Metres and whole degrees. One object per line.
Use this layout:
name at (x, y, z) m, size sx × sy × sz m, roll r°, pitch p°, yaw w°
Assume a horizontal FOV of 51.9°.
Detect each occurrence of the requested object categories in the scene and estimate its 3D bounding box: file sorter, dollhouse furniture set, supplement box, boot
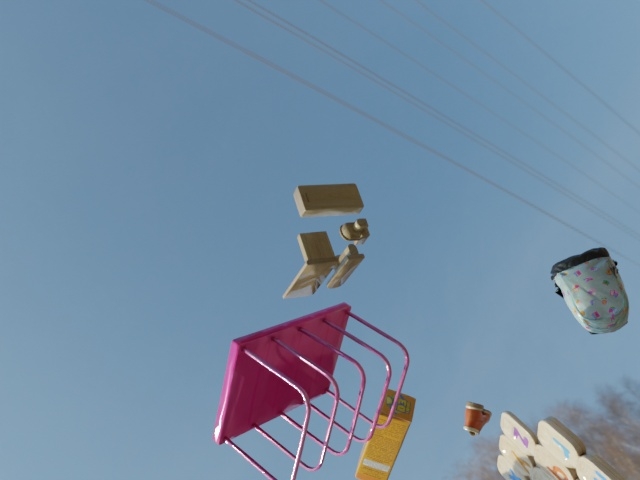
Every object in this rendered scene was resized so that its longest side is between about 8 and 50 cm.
file sorter at (-0.005, 0.263, 1.143) m, size 0.290 × 0.182 × 0.202 m, roll -12°, pitch -58°, yaw -48°
dollhouse furniture set at (0.000, 0.000, 1.141) m, size 0.144 × 0.123 × 0.151 m, roll -5°, pitch -119°, yaw -27°
supplement box at (0.141, 0.436, 1.447) m, size 0.078 × 0.080 × 0.233 m, roll -65°, pitch -11°, yaw -54°
boot at (0.430, 0.500, 1.820) m, size 0.158 × 0.059 × 0.085 m, roll 38°, pitch -119°, yaw -55°

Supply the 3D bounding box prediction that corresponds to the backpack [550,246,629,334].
backpack at (0.604, 0.117, 1.461) m, size 0.115 × 0.152 × 0.182 m, roll 34°, pitch -144°, yaw -53°

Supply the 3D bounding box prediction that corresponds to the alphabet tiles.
alphabet tiles at (0.364, 0.382, 0.951) m, size 0.021 × 0.278 × 0.284 m, roll -26°, pitch -49°, yaw -20°
